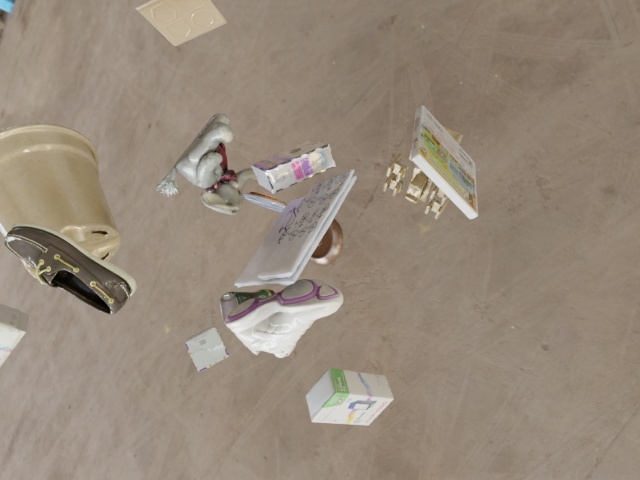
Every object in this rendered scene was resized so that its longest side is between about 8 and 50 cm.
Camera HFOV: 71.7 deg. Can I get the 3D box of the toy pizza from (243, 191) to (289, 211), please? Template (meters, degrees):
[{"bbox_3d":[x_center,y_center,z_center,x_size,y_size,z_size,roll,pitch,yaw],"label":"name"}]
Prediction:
[{"bbox_3d":[-0.185,-0.143,1.628,0.201,0.201,0.032,14,84,41],"label":"toy pizza"}]

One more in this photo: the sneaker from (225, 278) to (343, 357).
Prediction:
[{"bbox_3d":[-0.067,0.182,1.015,0.305,0.114,0.152,-20,107,30],"label":"sneaker"}]

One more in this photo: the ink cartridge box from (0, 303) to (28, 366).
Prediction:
[{"bbox_3d":[-1.009,0.297,1.355,0.176,0.127,0.128,-54,35,-3],"label":"ink cartridge box"}]

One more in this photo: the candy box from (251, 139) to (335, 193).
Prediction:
[{"bbox_3d":[-0.080,-0.215,1.264,0.196,0.070,0.165,-26,23,-13],"label":"candy box"}]

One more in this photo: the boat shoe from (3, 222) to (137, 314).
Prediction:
[{"bbox_3d":[-0.433,0.048,0.753,0.081,0.228,0.068,-54,11,38],"label":"boat shoe"}]

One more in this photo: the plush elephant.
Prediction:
[{"bbox_3d":[-0.324,-0.206,1.431,0.330,0.255,0.272,-49,25,2],"label":"plush elephant"}]

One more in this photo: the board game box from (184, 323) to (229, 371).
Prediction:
[{"bbox_3d":[-0.508,0.478,1.997,0.142,0.144,0.275,63,165,1],"label":"board game box"}]

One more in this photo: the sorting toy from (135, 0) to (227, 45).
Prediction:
[{"bbox_3d":[-0.407,-0.674,1.315,0.193,0.208,0.038,-17,80,14],"label":"sorting toy"}]

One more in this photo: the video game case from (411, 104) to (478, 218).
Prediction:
[{"bbox_3d":[0.300,-0.189,1.060,0.026,0.227,0.206,-30,32,38],"label":"video game case"}]

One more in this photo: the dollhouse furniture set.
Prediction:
[{"bbox_3d":[0.351,-0.235,1.452,0.212,0.242,0.161,31,59,17],"label":"dollhouse furniture set"}]

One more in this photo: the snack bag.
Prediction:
[{"bbox_3d":[-0.076,-0.023,1.138,0.343,0.037,0.323,-12,43,58],"label":"snack bag"}]

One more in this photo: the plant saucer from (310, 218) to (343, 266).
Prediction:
[{"bbox_3d":[0.000,0.000,1.700,0.199,0.036,0.198,-4,84,39],"label":"plant saucer"}]

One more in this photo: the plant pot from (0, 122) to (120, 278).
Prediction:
[{"bbox_3d":[-0.692,-0.074,1.156,0.334,0.334,0.305,-44,71,23],"label":"plant pot"}]

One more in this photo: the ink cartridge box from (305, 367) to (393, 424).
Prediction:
[{"bbox_3d":[0.088,0.475,1.341,0.154,0.213,0.093,-57,33,29],"label":"ink cartridge box"}]

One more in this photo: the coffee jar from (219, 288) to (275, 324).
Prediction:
[{"bbox_3d":[-0.206,0.195,1.315,0.079,0.184,0.096,-18,77,32],"label":"coffee jar"}]
